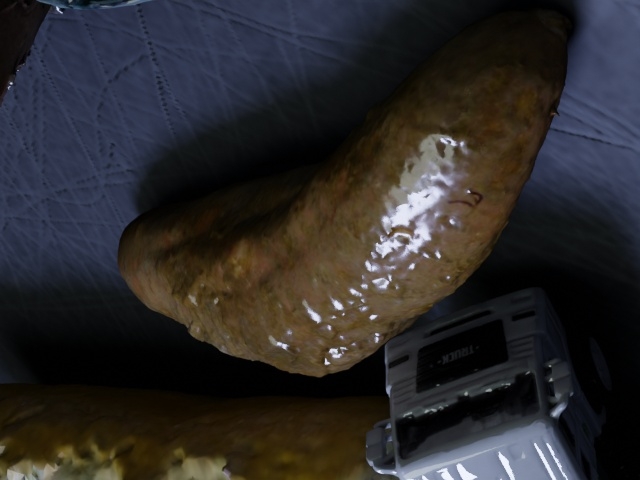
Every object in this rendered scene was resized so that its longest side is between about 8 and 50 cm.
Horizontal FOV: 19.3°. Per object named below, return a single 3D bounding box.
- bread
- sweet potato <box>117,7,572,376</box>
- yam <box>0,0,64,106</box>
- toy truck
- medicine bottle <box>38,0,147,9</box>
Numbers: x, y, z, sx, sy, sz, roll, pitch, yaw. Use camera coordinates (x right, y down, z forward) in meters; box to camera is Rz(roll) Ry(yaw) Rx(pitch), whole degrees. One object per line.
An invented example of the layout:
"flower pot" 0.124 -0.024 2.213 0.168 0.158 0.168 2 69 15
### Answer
"bread" -0.063 0.183 1.065 0.375 0.165 0.236 1 137 39
"sweet potato" 0.002 0.003 0.862 0.341 0.092 0.114 -26 74 53
"yam" -0.214 -0.050 0.835 0.131 0.280 0.131 18 152 10
"toy truck" 0.114 0.147 0.880 0.101 0.125 0.242 -21 121 18
"medicine bottle" -0.084 -0.188 0.674 0.135 0.135 0.168 11 139 31
